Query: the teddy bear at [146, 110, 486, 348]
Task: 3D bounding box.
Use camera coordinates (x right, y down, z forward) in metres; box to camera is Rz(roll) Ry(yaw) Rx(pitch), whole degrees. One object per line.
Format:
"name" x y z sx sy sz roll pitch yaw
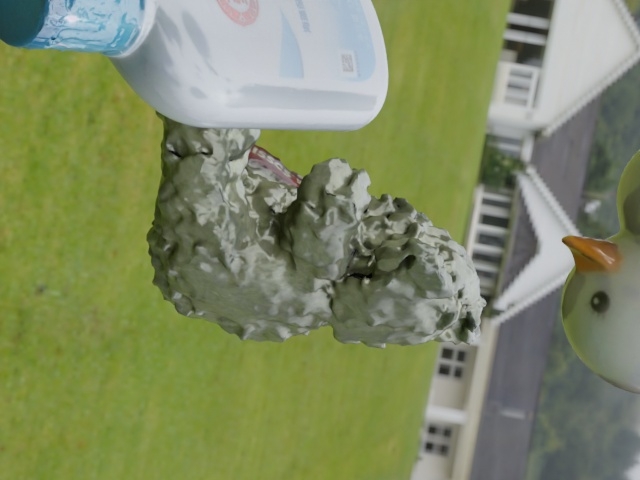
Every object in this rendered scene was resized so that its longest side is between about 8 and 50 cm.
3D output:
"teddy bear" 0.000 0.000 1.315 0.357 0.367 0.225 105 -1 -72

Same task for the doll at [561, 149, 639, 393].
"doll" 0.308 0.038 1.024 0.221 0.251 0.221 -57 -164 26

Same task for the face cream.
"face cream" -0.081 -0.156 0.904 0.336 0.080 0.163 -4 73 -52
